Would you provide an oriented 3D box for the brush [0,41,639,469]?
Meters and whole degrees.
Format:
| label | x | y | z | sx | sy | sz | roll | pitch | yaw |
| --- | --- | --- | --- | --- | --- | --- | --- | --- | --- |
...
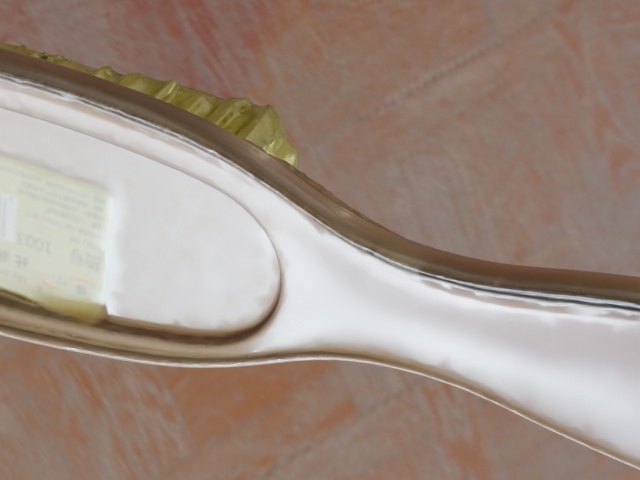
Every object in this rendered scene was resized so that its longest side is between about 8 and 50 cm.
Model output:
| label | x | y | z | sx | sy | sz | roll | pitch | yaw |
| --- | --- | --- | --- | --- | --- | --- | --- | --- | --- |
| brush | 0.001 | -0.002 | 0.422 | 0.067 | 0.313 | 0.072 | -52 | 152 | -52 |
